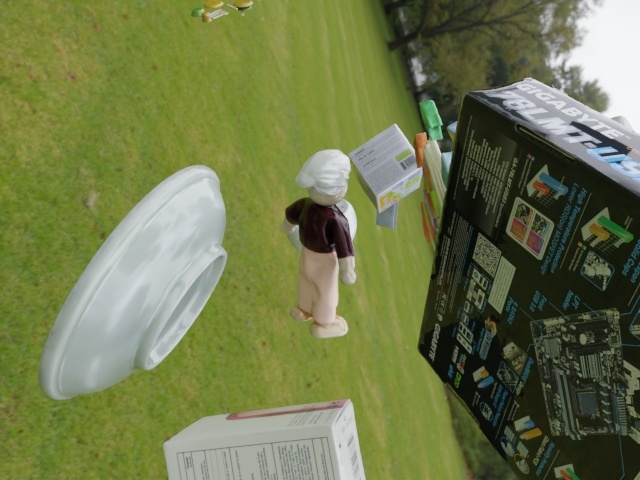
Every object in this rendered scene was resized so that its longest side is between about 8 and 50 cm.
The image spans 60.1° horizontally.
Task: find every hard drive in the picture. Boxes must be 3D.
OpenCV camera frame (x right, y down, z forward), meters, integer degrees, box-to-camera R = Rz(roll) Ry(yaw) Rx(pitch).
[{"bbox_3d":[0.231,-0.114,1.908,0.022,0.094,0.135,-2,101,-32],"label":"hard drive"}]

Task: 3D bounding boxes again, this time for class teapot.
[{"bbox_3d":[0.011,-0.018,1.834,0.256,0.253,0.187,-37,125,-35],"label":"teapot"}]

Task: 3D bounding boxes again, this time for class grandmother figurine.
[{"bbox_3d":[0.000,0.000,0.984,0.104,0.208,0.342,-26,133,-41],"label":"grandmother figurine"}]

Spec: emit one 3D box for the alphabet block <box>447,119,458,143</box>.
[{"bbox_3d":[0.494,-0.258,1.526,0.197,0.193,0.193,57,9,-23],"label":"alphabet block"}]

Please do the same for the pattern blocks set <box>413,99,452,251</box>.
[{"bbox_3d":[0.175,-0.043,0.820,0.285,0.026,0.324,-98,175,-46],"label":"pattern blocks set"}]

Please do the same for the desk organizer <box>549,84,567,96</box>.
[{"bbox_3d":[0.416,-0.241,1.080,0.050,0.130,0.047,11,64,-32],"label":"desk organizer"}]

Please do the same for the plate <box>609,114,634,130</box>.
[{"bbox_3d":[0.575,-0.104,1.207,0.278,0.277,0.045,51,49,-18],"label":"plate"}]

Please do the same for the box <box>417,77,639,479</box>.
[{"bbox_3d":[0.194,0.077,0.402,0.293,0.074,0.295,50,-31,44],"label":"box"}]

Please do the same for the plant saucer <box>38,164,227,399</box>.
[{"bbox_3d":[-0.239,0.080,0.834,0.101,0.400,0.400,31,20,3],"label":"plant saucer"}]

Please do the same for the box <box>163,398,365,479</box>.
[{"bbox_3d":[-0.067,0.310,0.738,0.127,0.233,0.148,0,80,-76],"label":"box"}]

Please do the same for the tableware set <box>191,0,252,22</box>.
[{"bbox_3d":[-0.231,-0.560,1.336,0.154,0.104,0.024,-38,143,-29],"label":"tableware set"}]

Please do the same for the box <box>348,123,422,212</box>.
[{"bbox_3d":[0.137,-0.142,1.157,0.103,0.114,0.203,57,3,10],"label":"box"}]
